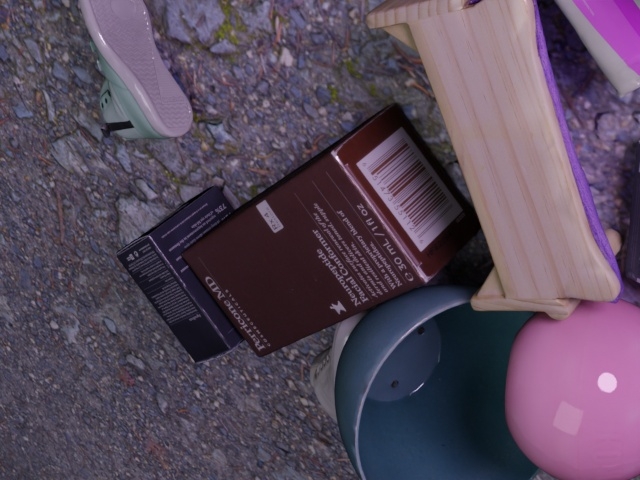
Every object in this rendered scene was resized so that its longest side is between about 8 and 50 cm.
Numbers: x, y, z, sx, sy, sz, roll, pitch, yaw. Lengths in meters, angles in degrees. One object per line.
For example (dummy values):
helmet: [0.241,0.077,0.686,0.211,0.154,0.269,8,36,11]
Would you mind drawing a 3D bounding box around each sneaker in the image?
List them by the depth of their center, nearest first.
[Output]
sneaker: [-0.291,-0.248,1.435,0.151,0.094,0.255,-6,115,48]
sneaker: [0.027,0.180,1.457,0.123,0.106,0.290,31,147,27]

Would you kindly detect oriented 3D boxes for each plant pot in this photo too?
plant pot: [0.132,0.174,1.274,0.195,0.290,0.290,35,148,60]

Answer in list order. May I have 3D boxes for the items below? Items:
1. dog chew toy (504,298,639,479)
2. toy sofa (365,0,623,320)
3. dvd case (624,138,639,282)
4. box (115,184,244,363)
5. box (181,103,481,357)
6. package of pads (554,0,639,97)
dog chew toy: [0.368,0.167,1.085,0.332,0.206,0.206,5,125,21]
toy sofa: [0.207,-0.109,1.044,0.177,0.150,0.362,-4,117,42]
dvd case: [0.410,0.011,1.008,0.239,0.030,0.179,30,140,38]
box: [-0.167,0.051,1.512,0.108,0.153,0.207,-25,102,50]
box: [0.000,0.000,1.333,0.191,0.143,0.381,53,142,-5]
package of pads: [0.310,-0.283,0.849,0.229,0.101,0.296,54,140,-8]
